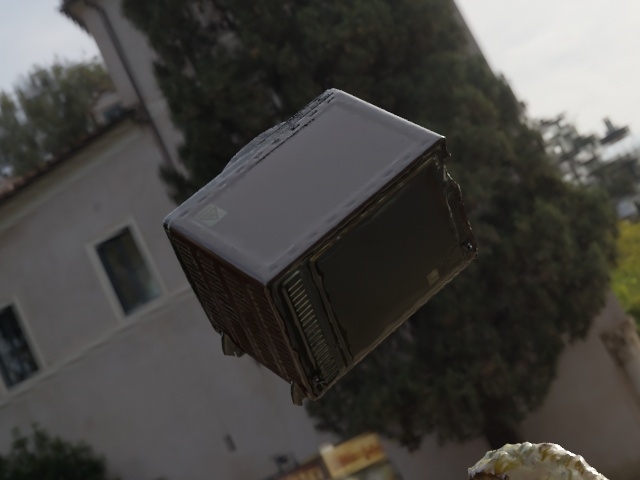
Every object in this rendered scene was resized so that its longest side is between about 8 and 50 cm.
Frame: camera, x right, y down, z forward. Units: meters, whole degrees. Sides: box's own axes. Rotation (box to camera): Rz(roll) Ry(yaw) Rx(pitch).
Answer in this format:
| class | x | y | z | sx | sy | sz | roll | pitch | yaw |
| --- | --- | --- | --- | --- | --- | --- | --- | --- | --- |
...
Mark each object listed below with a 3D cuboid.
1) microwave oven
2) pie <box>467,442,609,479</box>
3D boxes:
| class | x | y | z | sx | sy | sz | roll | pitch | yaw |
| --- | --- | --- | --- | --- | --- | --- | --- | --- | --- |
| microwave oven | 0.000 | -0.001 | 1.301 | 0.247 | 0.188 | 0.178 | -40 | -49 | -22 |
| pie | 0.247 | 0.301 | 1.187 | 0.092 | 0.315 | 0.315 | -38 | -7 | -22 |
